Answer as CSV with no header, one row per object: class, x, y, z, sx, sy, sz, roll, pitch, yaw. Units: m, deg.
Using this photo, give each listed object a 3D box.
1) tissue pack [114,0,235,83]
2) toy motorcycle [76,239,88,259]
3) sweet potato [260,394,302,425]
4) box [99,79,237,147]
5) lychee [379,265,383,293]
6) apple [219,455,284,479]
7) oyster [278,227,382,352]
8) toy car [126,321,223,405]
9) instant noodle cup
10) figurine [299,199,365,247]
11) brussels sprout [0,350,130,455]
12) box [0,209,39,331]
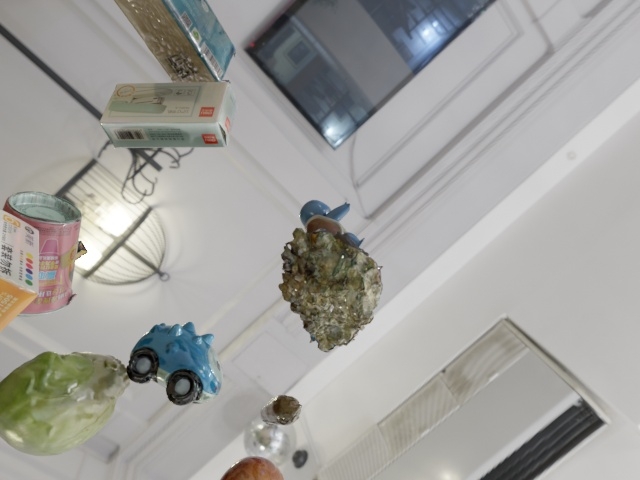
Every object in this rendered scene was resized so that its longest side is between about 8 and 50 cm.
tissue pack,-0.340,-0.511,1.104,0.134,0.270,0.192,-14,-137,20
toy motorcycle,-1.024,0.088,1.730,0.263,0.090,0.157,-34,173,-3
sweet potato,-0.117,0.454,1.229,0.075,0.075,0.273,-61,-174,-31
box,-0.324,-0.276,1.018,0.270,0.079,0.134,2,-122,6
lychee,0.163,0.164,1.779,0.197,0.165,0.165,-48,-158,8
apple,-0.186,0.701,1.267,0.201,0.201,0.162,-52,-146,-13
oyster,0.014,0.100,0.896,0.199,0.259,0.092,13,-143,16
toy car,-0.362,0.313,1.218,0.190,0.256,0.188,-61,169,-16
instant noodle cup,-0.716,0.025,1.161,0.254,0.244,0.244,-63,-162,17
figurine,0.039,0.008,2.013,0.297,0.243,0.415,110,-23,-48
brussels sprout,-0.663,0.400,1.175,0.242,0.317,0.273,45,-75,23
box,-0.638,0.106,0.844,0.274,0.091,0.220,-44,-136,3
